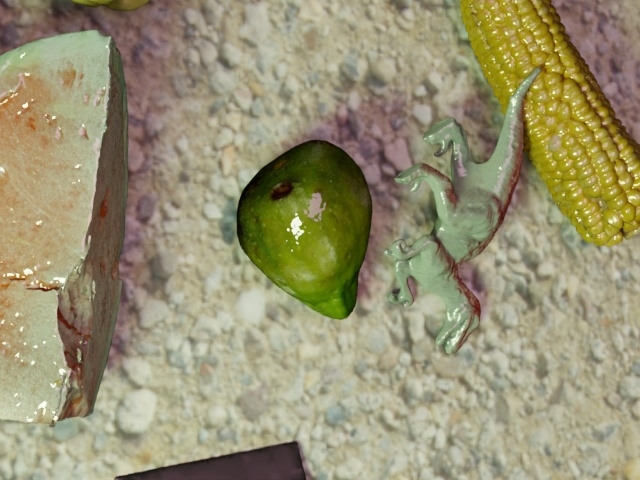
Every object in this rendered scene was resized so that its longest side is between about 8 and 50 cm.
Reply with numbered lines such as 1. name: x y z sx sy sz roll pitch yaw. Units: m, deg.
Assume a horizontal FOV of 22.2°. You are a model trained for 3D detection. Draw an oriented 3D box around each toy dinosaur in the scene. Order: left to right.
1. toy dinosaur: 0.140 -0.036 1.447 0.167 0.053 0.242 41 86 -25

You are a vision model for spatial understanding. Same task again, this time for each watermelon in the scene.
1. watermelon: -0.226 -0.015 1.278 0.224 0.180 0.305 6 93 -42

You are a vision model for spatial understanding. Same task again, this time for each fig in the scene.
1. fig: 0.000 0.000 1.392 0.123 0.123 0.156 -39 111 -16

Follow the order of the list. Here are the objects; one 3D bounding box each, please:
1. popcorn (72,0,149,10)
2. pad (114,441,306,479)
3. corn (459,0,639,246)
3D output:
1. popcorn: -0.166 -0.297 1.317 0.181 0.217 0.235 49 52 -40
2. pad: -0.072 0.304 1.378 0.170 0.006 0.245 -9 77 -19
3. corn: 0.216 -0.127 1.477 0.101 0.101 0.291 -32 98 -17
